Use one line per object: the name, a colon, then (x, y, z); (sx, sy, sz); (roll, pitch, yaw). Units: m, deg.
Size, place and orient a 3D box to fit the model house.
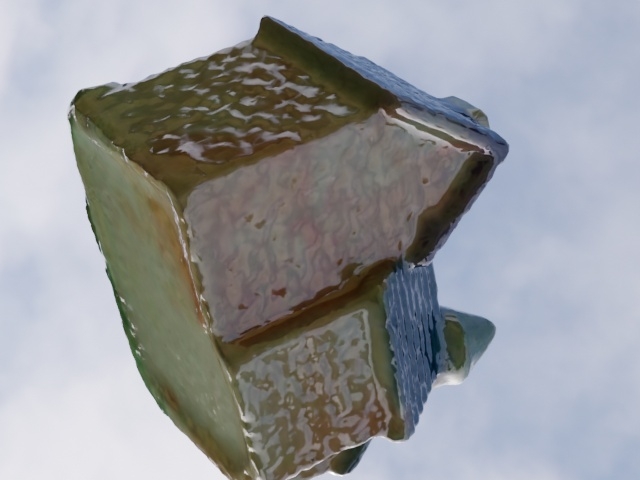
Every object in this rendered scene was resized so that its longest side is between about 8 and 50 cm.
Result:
model house: (0.000, 0.000, 1.348); (0.245, 0.280, 0.312); (34, -37, 52)
